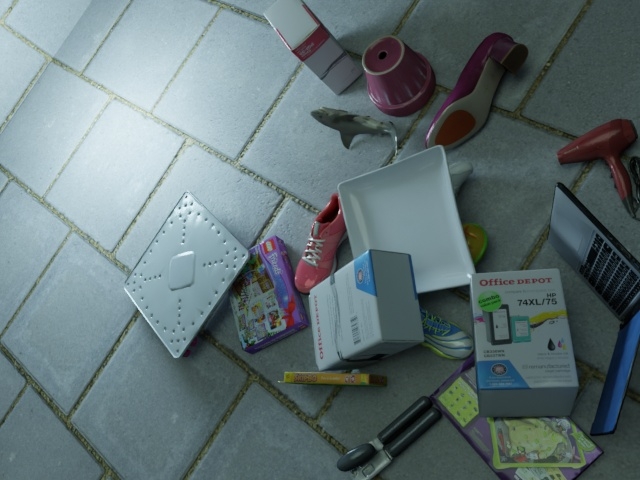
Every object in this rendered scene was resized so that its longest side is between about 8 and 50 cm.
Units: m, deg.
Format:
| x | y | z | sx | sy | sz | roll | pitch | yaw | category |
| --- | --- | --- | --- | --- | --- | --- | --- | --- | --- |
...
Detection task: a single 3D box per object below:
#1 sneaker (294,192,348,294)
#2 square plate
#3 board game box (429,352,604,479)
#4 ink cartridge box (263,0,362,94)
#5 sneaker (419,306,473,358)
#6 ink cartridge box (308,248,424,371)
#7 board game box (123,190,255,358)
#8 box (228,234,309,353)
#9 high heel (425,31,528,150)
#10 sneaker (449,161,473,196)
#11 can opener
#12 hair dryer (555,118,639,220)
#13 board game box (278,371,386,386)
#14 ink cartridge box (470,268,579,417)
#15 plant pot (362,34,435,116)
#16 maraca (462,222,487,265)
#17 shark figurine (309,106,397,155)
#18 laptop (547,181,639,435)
| x | y | z | sx | sy | sz | roll | pitch | yaw | category |
| --- | --- | --- | --- | --- | --- | --- | --- | --- | --- |
| 0.000 | -0.001 | 1.869 | 0.116 | 0.136 | 0.314 | 25 | 83 | 34 | sneaker |
| 0.218 | -0.028 | 1.707 | 0.347 | 0.049 | 0.344 | -18 | 82 | 40 | square plate |
| 0.439 | 0.420 | 1.527 | 0.208 | 0.056 | 0.347 | -47 | 57 | 9 | board game box |
| -0.018 | -0.599 | 2.030 | 0.117 | 0.283 | 0.207 | -40 | 57 | 13 | ink cartridge box |
| 0.262 | 0.217 | 1.651 | 0.240 | 0.126 | 0.091 | 23 | 83 | 33 | sneaker |
| 0.105 | 0.182 | 1.653 | 0.307 | 0.129 | 0.223 | -38 | 53 | 53 | ink cartridge box |
| -0.413 | 0.100 | 2.055 | 0.390 | 0.050 | 0.390 | 41 | 99 | 38 | board game box |
| -0.165 | 0.156 | 1.940 | 0.200 | 0.057 | 0.293 | -28 | 60 | 17 | box |
| 0.410 | -0.411 | 1.862 | 0.377 | 0.127 | 0.181 | -46 | 28 | 10 | high heel |
| 0.330 | -0.110 | 1.780 | 0.232 | 0.090 | 0.115 | -43 | 63 | 17 | sneaker |
| 0.170 | 0.489 | 1.619 | 0.280 | 0.093 | 0.074 | -40 | 57 | 3 | can opener |
| 0.713 | -0.187 | 1.603 | 0.293 | 0.080 | 0.224 | 22 | 82 | 33 | hair dryer |
| 0.028 | 0.359 | 1.717 | 0.259 | 0.124 | 0.039 | -7 | 74 | 25 | board game box |
| 0.438 | 0.228 | 1.468 | 0.198 | 0.197 | 0.270 | -5 | 57 | 11 | ink cartridge box |
| 0.213 | -0.487 | 1.925 | 0.201 | 0.180 | 0.201 | -10 | 67 | 24 | plant pot |
| 0.346 | 0.033 | 1.698 | 0.185 | 0.099 | 0.127 | -42 | 40 | 19 | maraca |
| 0.114 | -0.321 | 1.980 | 0.278 | 0.166 | 0.116 | 17 | 105 | 14 | shark figurine |
| 0.526 | 0.156 | 1.363 | 0.236 | 0.382 | 0.408 | -37 | 67 | 2 | laptop |
